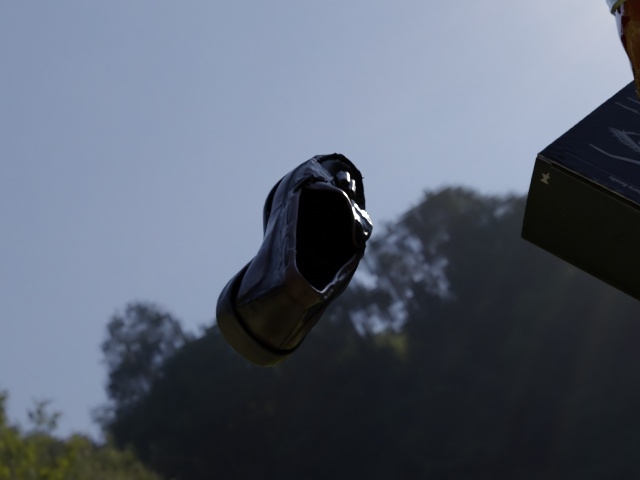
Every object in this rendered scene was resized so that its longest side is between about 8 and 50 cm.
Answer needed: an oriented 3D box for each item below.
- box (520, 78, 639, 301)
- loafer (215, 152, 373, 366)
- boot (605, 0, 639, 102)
[{"bbox_3d":[0.319,-0.055,1.638,0.207,0.153,0.108,-35,-36,-38],"label":"box"},{"bbox_3d":[0.000,0.000,1.475,0.095,0.109,0.302,-42,11,32],"label":"loafer"},{"bbox_3d":[0.205,-0.052,0.862,0.088,0.176,0.244,-5,-9,18],"label":"boot"}]
